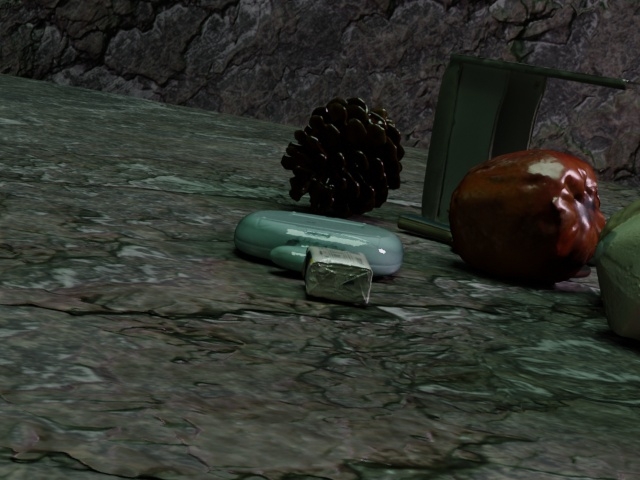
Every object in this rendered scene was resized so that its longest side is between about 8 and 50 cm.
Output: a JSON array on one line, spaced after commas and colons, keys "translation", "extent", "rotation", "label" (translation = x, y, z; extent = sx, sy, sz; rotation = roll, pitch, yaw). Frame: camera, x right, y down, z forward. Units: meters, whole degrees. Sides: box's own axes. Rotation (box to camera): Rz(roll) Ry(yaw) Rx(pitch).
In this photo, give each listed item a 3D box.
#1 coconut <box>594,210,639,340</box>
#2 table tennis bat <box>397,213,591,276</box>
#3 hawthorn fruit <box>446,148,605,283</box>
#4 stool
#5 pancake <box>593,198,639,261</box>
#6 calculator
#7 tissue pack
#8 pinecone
[{"translation": [0.339, 0.033, 1.435], "extent": [0.152, 0.147, 0.147], "rotation": [18, 8, -4], "label": "coconut"}, {"translation": [0.214, 0.008, 1.898], "extent": [0.274, 0.021, 0.154], "rotation": [18, 11, 36], "label": "table tennis bat"}, {"translation": [0.239, -0.024, 1.728], "extent": [0.179, 0.173, 0.173], "rotation": [-16, 6, 7], "label": "hawthorn fruit"}, {"translation": [0.302, -0.115, 2.045], "extent": [0.269, 0.244, 0.170], "rotation": [14, 10, 29], "label": "stool"}, {"translation": [0.469, 0.002, 1.611], "extent": [0.356, 0.065, 0.356], "rotation": [-1, -22, 0], "label": "pancake"}, {"translation": [0.000, 0.000, 1.624], "extent": [0.184, 0.042, 0.295], "rotation": [9, 7, 2], "label": "calculator"}, {"translation": [0.015, 0.032, 1.422], "extent": [0.062, 0.042, 0.083], "rotation": [10, 8, -6], "label": "tissue pack"}, {"translation": [0.023, -0.104, 2.008], "extent": [0.163, 0.163, 0.165], "rotation": [14, 28, 32], "label": "pinecone"}]
